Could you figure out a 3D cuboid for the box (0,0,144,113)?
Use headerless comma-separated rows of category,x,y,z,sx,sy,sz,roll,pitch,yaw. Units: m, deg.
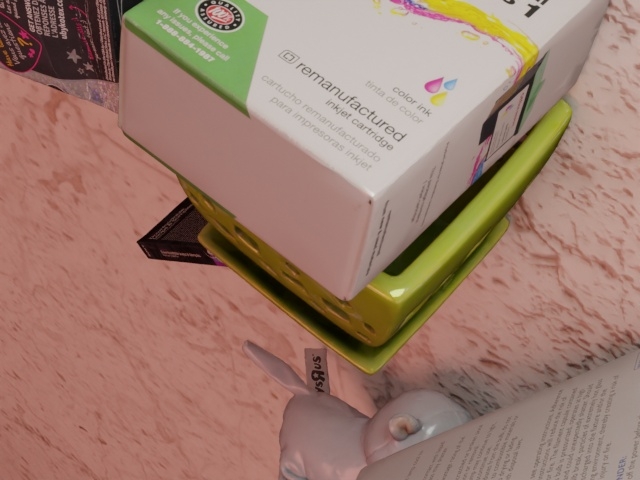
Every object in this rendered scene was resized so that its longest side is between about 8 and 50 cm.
box,-0.146,-0.242,0.936,0.142,0.247,0.163,23,143,14

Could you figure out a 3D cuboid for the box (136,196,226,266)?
box,-0.105,-0.021,1.319,0.162,0.116,0.029,6,133,50

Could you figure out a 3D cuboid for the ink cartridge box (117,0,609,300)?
ink cartridge box,0.034,-0.126,0.843,0.201,0.278,0.117,37,146,17

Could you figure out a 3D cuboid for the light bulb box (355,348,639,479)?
light bulb box,0.233,0.328,1.067,0.361,0.225,0.358,-30,103,32

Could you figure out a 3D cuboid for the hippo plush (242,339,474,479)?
hippo plush,0.086,0.241,1.362,0.236,0.234,0.294,-17,72,39

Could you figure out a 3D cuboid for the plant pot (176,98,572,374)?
plant pot,0.032,-0.041,1.014,0.228,0.227,0.207,37,155,16
